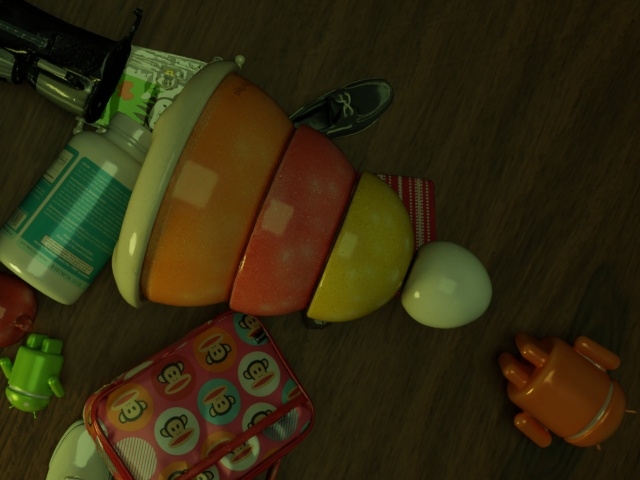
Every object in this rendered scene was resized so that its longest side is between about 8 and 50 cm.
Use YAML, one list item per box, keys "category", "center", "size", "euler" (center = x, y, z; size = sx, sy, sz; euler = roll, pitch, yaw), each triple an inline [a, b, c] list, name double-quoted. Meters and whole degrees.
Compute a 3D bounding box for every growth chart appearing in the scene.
- category: "growth chart"
  center: [-0.240, -0.208, 1.506]
  size: [0.237, 0.021, 0.172]
  euler: [7, 90, -10]

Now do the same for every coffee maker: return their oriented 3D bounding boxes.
- category: "coffee maker"
  center: [-0.369, -0.274, 1.432]
  size: [0.178, 0.120, 0.171]
  euler: [25, 64, -2]

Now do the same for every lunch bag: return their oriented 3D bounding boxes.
- category: "lunch bag"
  center: [-0.163, 0.267, 1.447]
  size: [0.293, 0.120, 0.258]
  euler: [-32, 92, -24]

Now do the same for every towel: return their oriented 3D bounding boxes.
- category: "towel"
  center: [0.042, -0.010, 1.533]
  size: [0.274, 0.031, 0.199]
  euler: [4, 72, -12]

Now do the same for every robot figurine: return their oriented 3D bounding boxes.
- category: "robot figurine"
  center: [0.378, 0.235, 1.570]
  size: [0.219, 0.128, 0.158]
  euler: [36, 63, -8]
- category: "robot figurine"
  center: [-0.408, 0.193, 1.451]
  size: [0.101, 0.067, 0.115]
  euler: [17, 87, 17]

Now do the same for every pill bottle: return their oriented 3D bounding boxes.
- category: "pill bottle"
  center: [-0.328, -0.051, 1.425]
  size: [0.146, 0.146, 0.264]
  euler: [38, 84, -9]

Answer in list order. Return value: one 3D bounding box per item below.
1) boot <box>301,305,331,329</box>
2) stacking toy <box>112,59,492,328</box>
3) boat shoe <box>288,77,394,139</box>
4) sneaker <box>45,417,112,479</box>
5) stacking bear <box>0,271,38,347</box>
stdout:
- category: "boot"
  center: [-0.035, 0.092, 1.539]
  size: [0.106, 0.037, 0.114]
  euler: [-19, 98, -8]
- category: "stacking toy"
  center: [0.000, 0.000, 1.343]
  size: [0.479, 0.350, 0.351]
  euler: [22, 86, 2]
- category: "boat shoe"
  center: [0.026, -0.190, 1.532]
  size: [0.206, 0.065, 0.075]
  euler: [-25, 94, -10]
- category: "sneaker"
  center: [-0.358, 0.385, 1.448]
  size: [0.094, 0.091, 0.258]
  euler: [15, 88, -10]
- category: "stacking bear"
  center: [-0.528, 0.054, 1.389]
  size: [0.289, 0.175, 0.164]
  euler: [32, 80, -18]
